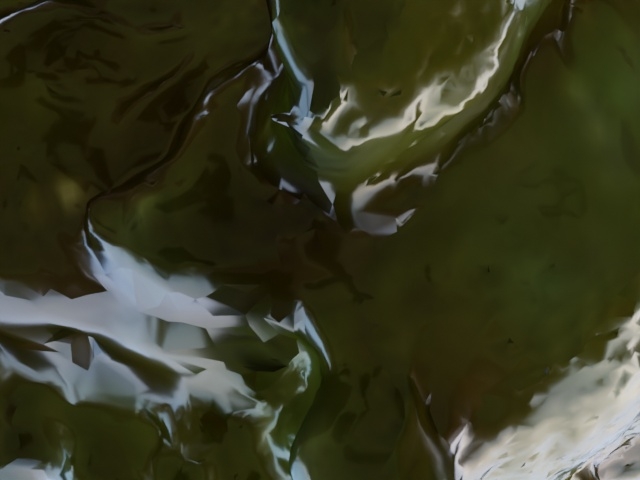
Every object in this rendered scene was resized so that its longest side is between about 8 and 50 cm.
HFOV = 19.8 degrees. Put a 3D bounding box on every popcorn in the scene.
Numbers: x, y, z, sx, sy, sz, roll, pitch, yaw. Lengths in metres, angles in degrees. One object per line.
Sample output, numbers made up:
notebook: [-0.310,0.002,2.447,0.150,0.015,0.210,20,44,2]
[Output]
popcorn: [-0.004,0.007,0.542,0.321,0.290,0.326,-39,-133,29]
